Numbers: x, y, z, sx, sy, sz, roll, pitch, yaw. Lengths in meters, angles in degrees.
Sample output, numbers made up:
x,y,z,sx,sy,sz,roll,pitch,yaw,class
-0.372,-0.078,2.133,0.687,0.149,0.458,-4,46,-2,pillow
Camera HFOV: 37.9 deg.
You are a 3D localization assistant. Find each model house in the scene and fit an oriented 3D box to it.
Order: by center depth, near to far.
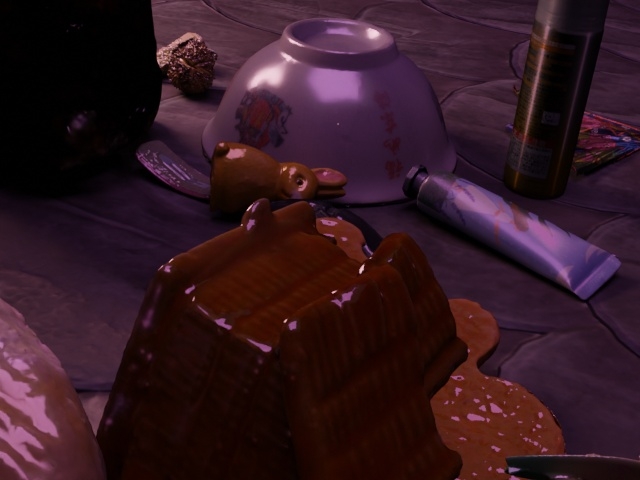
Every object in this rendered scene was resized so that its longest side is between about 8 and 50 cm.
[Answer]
x,y,z,sx,sy,sz,roll,pitch,yaw,class
-0.008,0.110,0.633,0.229,0.220,0.199,32,30,28,model house

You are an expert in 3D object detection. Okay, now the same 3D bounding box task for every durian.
x,y,z,sx,sy,sz,roll,pitch,yaw,class
-0.186,-0.249,1.354,0.080,0.091,0.080,1,70,-3,durian

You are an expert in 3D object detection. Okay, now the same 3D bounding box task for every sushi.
x,y,z,sx,sy,sz,roll,pitch,yaw,class
-0.333,-0.245,1.101,0.281,0.294,0.299,2,31,-4,sushi

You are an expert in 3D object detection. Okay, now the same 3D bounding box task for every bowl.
x,y,z,sx,sy,sz,roll,pitch,yaw,class
0.019,-0.191,1.203,0.345,0.157,0.345,5,30,-3,bowl

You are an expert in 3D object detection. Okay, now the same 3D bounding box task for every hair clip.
x,y,z,sx,sy,sz,roll,pitch,yaw,class
-0.160,-0.080,1.111,0.137,0.022,0.054,29,37,19,hair clip

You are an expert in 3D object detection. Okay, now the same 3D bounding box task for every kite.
x,y,z,sx,sy,sz,roll,pitch,yaw,class
0.380,-0.162,1.346,0.233,0.016,0.321,1,30,-6,kite

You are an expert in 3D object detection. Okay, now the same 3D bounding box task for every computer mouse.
x,y,z,sx,sy,sz,roll,pitch,yaw,class
0.000,0.000,0.964,0.105,0.062,0.192,-22,38,-38,computer mouse

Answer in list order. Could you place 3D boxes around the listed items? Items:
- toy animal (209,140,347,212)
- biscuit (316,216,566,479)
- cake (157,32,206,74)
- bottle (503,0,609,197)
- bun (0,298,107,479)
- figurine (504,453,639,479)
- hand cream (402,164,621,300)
x,y,z,sx,sy,sz,roll,pitch,yaw,class
-0.045,-0.068,1.048,0.159,0.083,0.070,8,43,-11,toy animal
0.054,0.108,0.789,0.339,0.047,0.216,33,48,28,biscuit
-0.238,-0.264,1.418,0.140,0.055,0.051,-34,47,-23,cake
0.283,-0.194,1.116,0.082,0.286,0.082,4,31,-2,bottle
-0.299,0.164,0.486,0.365,0.219,0.365,16,35,-12,bun
0.202,0.186,0.669,0.187,0.083,0.083,-4,31,-17,figurine
0.205,-0.014,1.042,0.256,0.055,0.088,32,44,28,hand cream
